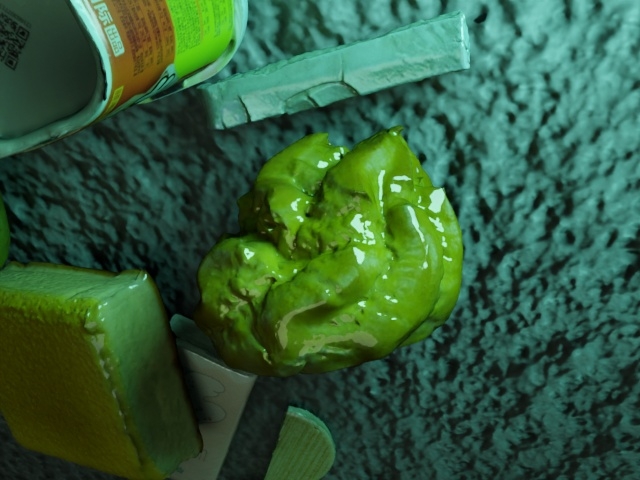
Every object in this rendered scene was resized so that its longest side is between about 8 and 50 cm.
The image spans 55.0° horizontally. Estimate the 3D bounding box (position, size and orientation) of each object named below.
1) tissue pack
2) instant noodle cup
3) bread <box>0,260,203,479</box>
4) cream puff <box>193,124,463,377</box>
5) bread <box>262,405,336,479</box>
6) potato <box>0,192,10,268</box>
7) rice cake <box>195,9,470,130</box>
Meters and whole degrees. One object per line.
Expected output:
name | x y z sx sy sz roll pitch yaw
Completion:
tissue pack | -0.218 0.290 1.056 0.170 0.071 0.325 22 122 1
instant noodle cup | -0.251 -0.236 0.617 0.294 0.308 0.293 5 121 9
bread | -0.367 0.197 0.952 0.333 0.143 0.323 4 115 28
cream puff | -0.002 0.000 0.737 0.324 0.291 0.257 -1 99 34
bread | -0.029 0.373 1.089 0.112 0.036 0.193 15 119 -3
potato | -0.555 -0.067 0.836 0.216 0.216 0.304 -31 107 26
rice cake | 0.008 -0.196 0.732 0.336 0.063 0.066 -11 109 19
